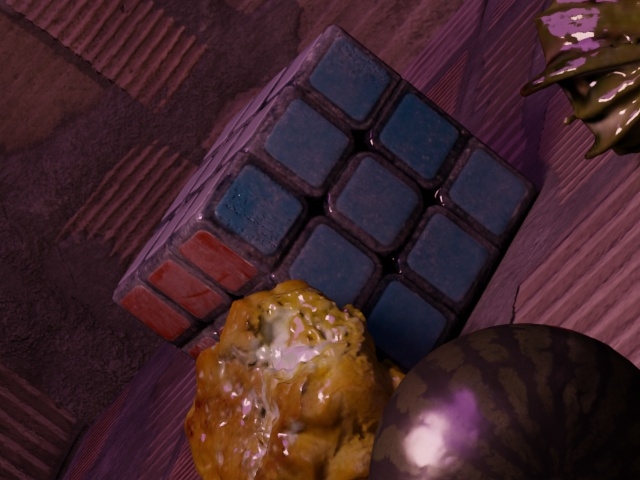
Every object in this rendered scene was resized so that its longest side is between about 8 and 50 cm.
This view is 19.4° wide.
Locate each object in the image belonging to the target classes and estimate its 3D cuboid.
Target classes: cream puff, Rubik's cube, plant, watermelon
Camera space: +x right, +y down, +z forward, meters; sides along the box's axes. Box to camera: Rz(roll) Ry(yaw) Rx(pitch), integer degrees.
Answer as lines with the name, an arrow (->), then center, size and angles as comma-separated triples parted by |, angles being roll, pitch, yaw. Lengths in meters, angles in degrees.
cream puff -> -0.006, 0.174, 1.823 | 0.282, 0.185, 0.282 | -32, 52, 53
Rubik's cube -> 0.000, 0.000, 2.068 | 0.301, 0.305, 0.304 | -58, 12, -28
plant -> 0.329, -0.206, 1.690 | 0.333, 0.180, 0.251 | -23, 42, 65
watermelon -> 0.130, 0.154, 1.183 | 0.212, 0.212, 0.212 | -51, 10, 12
